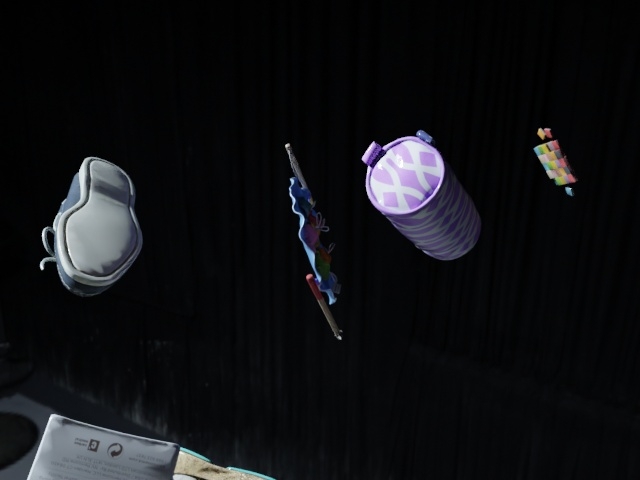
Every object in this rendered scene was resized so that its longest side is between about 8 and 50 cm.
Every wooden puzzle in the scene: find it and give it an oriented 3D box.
[{"bbox_3d":[0.257,-0.085,0.775,0.006,0.083,0.049,-31,3,-7],"label":"wooden puzzle"}]

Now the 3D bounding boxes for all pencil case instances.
[{"bbox_3d":[0.111,-0.039,0.753,0.088,0.086,0.206,30,-3,28],"label":"pencil case"}]

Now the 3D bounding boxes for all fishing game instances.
[{"bbox_3d":[0.000,0.000,0.989,0.041,0.189,0.264,-17,44,6],"label":"fishing game"}]

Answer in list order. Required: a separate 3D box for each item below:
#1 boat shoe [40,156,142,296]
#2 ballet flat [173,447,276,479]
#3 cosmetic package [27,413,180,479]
[{"bbox_3d":[-0.265,-0.009,0.813,0.095,0.079,0.254,22,25,-30],"label":"boat shoe"},{"bbox_3d":[-0.154,0.353,1.017,0.206,0.073,0.067,9,51,22],"label":"ballet flat"},{"bbox_3d":[-0.267,0.307,0.834,0.151,0.152,0.184,18,-26,-12],"label":"cosmetic package"}]
